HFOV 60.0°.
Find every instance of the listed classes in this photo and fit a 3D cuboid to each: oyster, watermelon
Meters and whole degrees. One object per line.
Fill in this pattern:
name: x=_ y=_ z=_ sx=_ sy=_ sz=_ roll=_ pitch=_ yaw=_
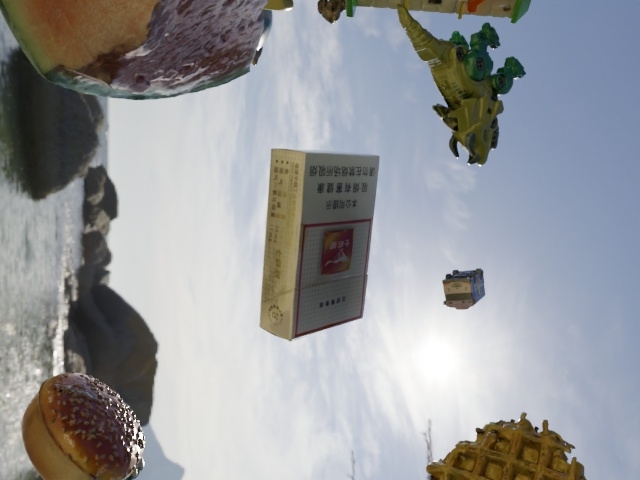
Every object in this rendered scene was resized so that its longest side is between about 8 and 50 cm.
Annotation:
oyster: x=0.031 y=-0.449 z=1.036 sx=0.083 sy=0.054 sz=0.019 roll=-44 pitch=-154 yaw=25
watermelon: x=-0.177 y=-0.275 z=0.436 sx=0.292 sy=0.222 sz=0.319 roll=59 pitch=-15 yaw=-7

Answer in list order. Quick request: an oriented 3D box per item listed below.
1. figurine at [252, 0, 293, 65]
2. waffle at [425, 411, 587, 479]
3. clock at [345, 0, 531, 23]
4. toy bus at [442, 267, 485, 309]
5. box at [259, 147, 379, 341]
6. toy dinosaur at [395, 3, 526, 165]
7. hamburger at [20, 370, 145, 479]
figurine: x=-0.140 y=-0.615 z=1.094 sx=0.361 sy=0.266 sz=0.377 roll=118 pitch=-11 yaw=-71
waffle: x=0.392 y=0.566 z=1.147 sx=0.095 sy=0.382 sz=0.379 roll=51 pitch=6 yaw=-43
clock: x=0.158 y=-0.387 z=0.691 sx=0.220 sy=0.255 sz=0.106 roll=78 pitch=22 yaw=-66
toy bus: x=0.235 y=0.079 z=0.906 sx=0.052 sy=0.102 sz=0.058 roll=-7 pitch=-88 yaw=27
box: x=0.000 y=0.000 z=1.030 sx=0.095 sy=0.210 sz=0.330 roll=16 pitch=-75 yaw=41
toy dinosaur: x=0.189 y=-0.235 z=0.762 sx=0.094 sy=0.259 sz=0.153 roll=1 pitch=-130 yaw=51
hamburger: x=-0.398 y=0.325 z=0.937 sx=0.237 sy=0.147 sz=0.237 roll=54 pitch=-12 yaw=18
